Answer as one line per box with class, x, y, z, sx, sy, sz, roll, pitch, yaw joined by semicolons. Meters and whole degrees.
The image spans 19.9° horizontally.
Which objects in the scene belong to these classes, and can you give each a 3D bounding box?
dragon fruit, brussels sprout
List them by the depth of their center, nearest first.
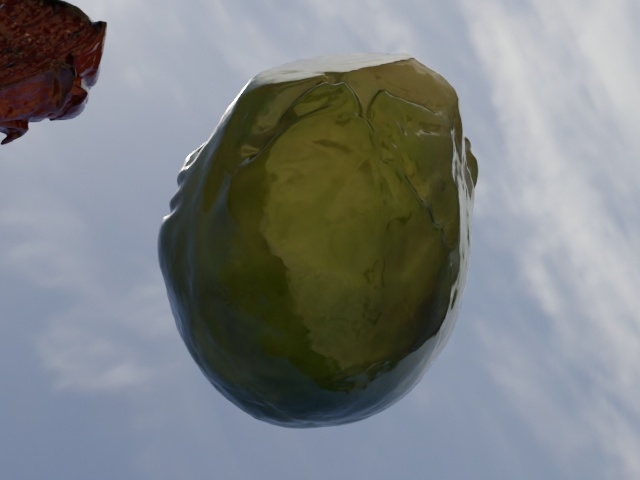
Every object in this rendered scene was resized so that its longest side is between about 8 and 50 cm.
dragon fruit;-0.264;-0.136;1.441;0.192;0.092;0.122;-24;-83;-28
brussels sprout;0.000;0.000;1.613;0.344;0.268;0.344;8;-90;-71
